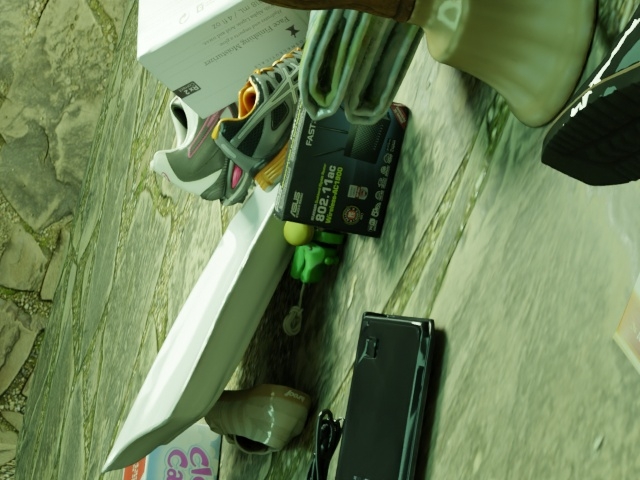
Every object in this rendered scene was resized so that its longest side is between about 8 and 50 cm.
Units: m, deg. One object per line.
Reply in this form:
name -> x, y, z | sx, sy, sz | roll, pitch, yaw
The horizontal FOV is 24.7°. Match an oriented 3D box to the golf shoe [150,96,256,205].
golf shoe -> -0.107, -0.177, 1.697 | 0.105, 0.120, 0.272 | 126, 160, -66

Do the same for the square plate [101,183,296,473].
square plate -> -0.106, 0.076, 1.532 | 0.344, 0.049, 0.347 | -64, 9, -24

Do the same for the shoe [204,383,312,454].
shoe -> -0.072, 0.183, 1.456 | 0.219, 0.077, 0.058 | 152, 132, -67

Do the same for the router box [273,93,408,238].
router box -> 0.017, -0.070, 1.281 | 0.038, 0.092, 0.122 | -142, 63, -72

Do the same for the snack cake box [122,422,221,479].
snack cake box -> -0.187, 0.356, 1.722 | 0.152, 0.089, 0.264 | 131, 146, -64

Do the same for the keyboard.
keyboard -> 0.029, 0.215, 1.176 | 0.201, 0.033, 0.317 | -178, 99, -67

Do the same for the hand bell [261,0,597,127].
hand bell -> 0.045, -0.159, 0.971 | 0.126, 0.242, 0.126 | -170, 90, -75

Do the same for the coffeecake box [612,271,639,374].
coffeecake box -> 0.209, 0.002, 0.624 | 0.142, 0.068, 0.185 | -113, 36, -62

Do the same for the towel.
towel -> 0.075, -0.309, 1.147 | 0.374, 0.090, 0.320 | -80, 13, -48

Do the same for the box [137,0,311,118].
box -> -0.095, -0.263, 1.602 | 0.181, 0.119, 0.182 | -26, 46, 24

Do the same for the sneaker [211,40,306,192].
sneaker -> -0.036, -0.146, 1.455 | 0.084, 0.083, 0.215 | -50, 11, 48

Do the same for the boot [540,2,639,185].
boot -> 0.193, -0.127, 0.779 | 0.198, 0.077, 0.137 | -39, 37, 47

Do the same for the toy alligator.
toy alligator -> 0.000, 0.000, 1.386 | 0.051, 0.056, 0.189 | 7, 92, 31
